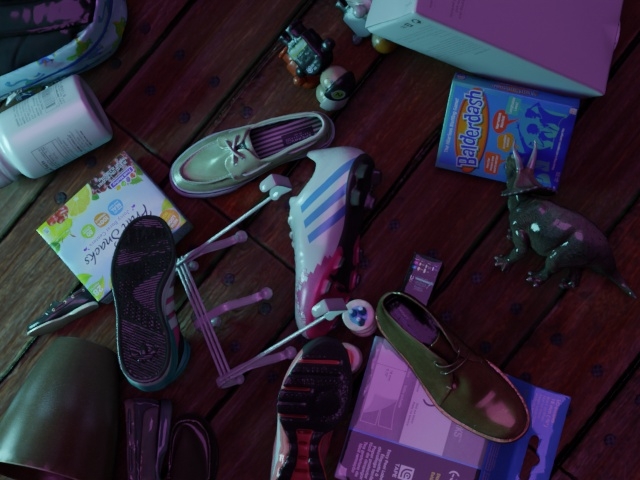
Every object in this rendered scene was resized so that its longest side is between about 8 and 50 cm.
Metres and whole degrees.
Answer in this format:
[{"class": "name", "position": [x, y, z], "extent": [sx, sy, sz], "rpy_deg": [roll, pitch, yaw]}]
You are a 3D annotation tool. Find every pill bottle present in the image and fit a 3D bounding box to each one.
[{"class": "pill bottle", "position": [-0.493, -0.183, 1.969], "extent": [0.229, 0.131, 0.131], "rpy_deg": [-28, 79, 2]}]

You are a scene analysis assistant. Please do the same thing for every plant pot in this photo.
[{"class": "plant pot", "position": [-0.421, 0.285, 1.863], "extent": [0.215, 0.215, 0.230], "rpy_deg": [10, 68, 8]}]

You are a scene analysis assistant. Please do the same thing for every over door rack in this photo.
[{"class": "over door rack", "position": [-0.094, 0.073, 1.831], "extent": [0.324, 0.108, 0.240], "rpy_deg": [-38, 70, 41]}]

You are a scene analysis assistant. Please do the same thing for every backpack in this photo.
[{"class": "backpack", "position": [-0.517, -0.391, 1.964], "extent": [0.355, 0.273, 0.290], "rpy_deg": [-22, 76, 25]}]

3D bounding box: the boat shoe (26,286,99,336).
[{"class": "boat shoe", "position": [-0.452, 0.126, 1.958], "extent": [0.133, 0.049, 0.042], "rpy_deg": [-28, 73, -1]}]

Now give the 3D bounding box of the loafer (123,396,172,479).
[{"class": "loafer", "position": [-0.305, 0.392, 1.867], "extent": [0.084, 0.096, 0.268], "rpy_deg": [11, 73, -11]}]

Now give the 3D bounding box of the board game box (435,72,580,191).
[{"class": "board game box", "position": [0.309, -0.179, 1.877], "extent": [0.210, 0.047, 0.160], "rpy_deg": [13, 119, 9]}]

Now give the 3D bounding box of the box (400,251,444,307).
[{"class": "box", "position": [0.169, 0.069, 1.886], "extent": [0.052, 0.062, 0.083], "rpy_deg": [20, 83, 10]}]

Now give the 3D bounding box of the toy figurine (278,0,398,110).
[{"class": "toy figurine", "position": [0.044, -0.330, 1.894], "extent": [0.209, 0.213, 0.148], "rpy_deg": [-42, 89, -5]}]

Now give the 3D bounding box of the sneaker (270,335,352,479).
[{"class": "sneaker", "position": [-0.034, 0.299, 1.817], "extent": [0.116, 0.136, 0.314], "rpy_deg": [11, 95, -12]}]

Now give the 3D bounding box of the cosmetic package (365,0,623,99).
[{"class": "cosmetic package", "position": [0.291, -0.381, 1.810], "extent": [0.385, 0.156, 0.217], "rpy_deg": [19, 80, -26]}]

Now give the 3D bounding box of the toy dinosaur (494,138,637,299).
[{"class": "toy dinosaur", "position": [0.384, -0.001, 1.819], "extent": [0.313, 0.160, 0.121], "rpy_deg": [42, 49, 12]}]

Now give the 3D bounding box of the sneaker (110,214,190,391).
[{"class": "sneaker", "position": [-0.280, 0.122, 1.878], "extent": [0.123, 0.178, 0.296], "rpy_deg": [0, 65, -3]}]

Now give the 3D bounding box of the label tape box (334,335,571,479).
[{"class": "label tape box", "position": [0.217, 0.314, 1.819], "extent": [0.333, 0.106, 0.241], "rpy_deg": [16, 83, 9]}]

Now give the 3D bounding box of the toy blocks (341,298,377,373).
[{"class": "toy blocks", "position": [0.051, 0.158, 1.842], "extent": [0.054, 0.148, 0.123], "rpy_deg": [22, 84, 10]}]

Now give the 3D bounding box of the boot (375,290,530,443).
[{"class": "boot", "position": [0.199, 0.195, 1.732], "extent": [0.305, 0.115, 0.112], "rpy_deg": [44, 84, 11]}]

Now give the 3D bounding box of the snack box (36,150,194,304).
[{"class": "snack box", "position": [-0.355, -0.021, 1.958], "extent": [0.207, 0.070, 0.174], "rpy_deg": [-42, 80, 0]}]

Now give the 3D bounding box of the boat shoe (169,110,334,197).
[{"class": "boat shoe", "position": [-0.124, -0.161, 1.941], "extent": [0.302, 0.094, 0.109], "rpy_deg": [-22, 79, 3]}]

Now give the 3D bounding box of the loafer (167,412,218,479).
[{"class": "loafer", "position": [-0.214, 0.396, 1.869], "extent": [0.080, 0.078, 0.220], "rpy_deg": [-5, 80, 6]}]

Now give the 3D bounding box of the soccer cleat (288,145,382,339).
[{"class": "soccer cleat", "position": [0.000, 0.000, 1.907], "extent": [0.143, 0.116, 0.331], "rpy_deg": [13, 84, 31]}]
